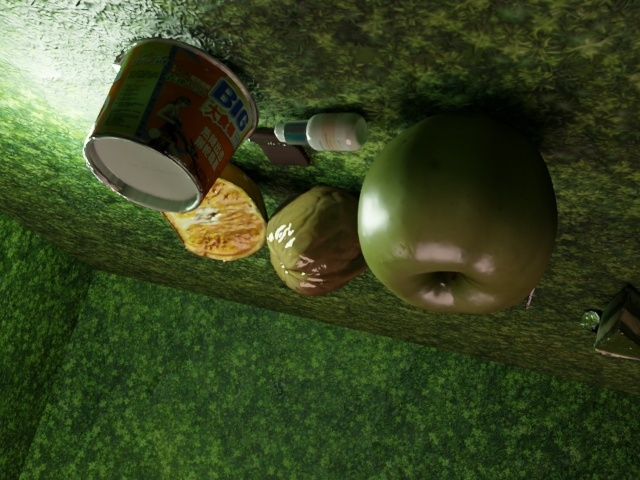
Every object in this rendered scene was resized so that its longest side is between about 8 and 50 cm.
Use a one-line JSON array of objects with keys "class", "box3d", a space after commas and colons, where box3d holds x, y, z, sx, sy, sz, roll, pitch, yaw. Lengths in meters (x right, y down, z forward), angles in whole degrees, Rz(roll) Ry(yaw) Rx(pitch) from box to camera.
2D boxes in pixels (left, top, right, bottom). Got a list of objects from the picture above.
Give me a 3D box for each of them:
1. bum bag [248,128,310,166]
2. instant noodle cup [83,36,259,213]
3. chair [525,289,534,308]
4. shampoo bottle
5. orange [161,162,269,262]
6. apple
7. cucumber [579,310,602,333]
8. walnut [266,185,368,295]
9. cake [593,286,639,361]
[{"class": "bum bag", "box3d": [-0.092, -0.205, 1.352, 0.109, 0.026, 0.159, 7, 162, 20]}, {"class": "instant noodle cup", "box3d": [-0.285, -0.197, 1.122, 0.296, 0.214, 0.296, 14, 150, 8]}, {"class": "chair", "box3d": [0.560, 0.073, 1.646, 0.084, 0.101, 0.213, 11, 126, 9]}, {"class": "shampoo bottle", "box3d": [-0.005, -0.212, 1.172, 0.192, 0.074, 0.074, 5, 161, 29]}, {"class": "orange", "box3d": [-0.267, -0.075, 1.539, 0.274, 0.274, 0.310, -3, 113, 45]}, {"class": "apple", "box3d": [0.234, -0.051, 1.048, 0.357, 0.357, 0.357, 13, 163, 4]}, {"class": "cucumber", "box3d": [0.991, 0.308, 2.023, 0.300, 0.072, 0.072, 23, 161, -28]}, {"class": "walnut", "box3d": [0.000, 0.000, 1.511, 0.285, 0.285, 0.296, 13, 142, 4]}, {"class": "cake", "box3d": [0.869, 0.241, 1.763, 0.172, 0.158, 0.283, -2, 155, 47]}]
